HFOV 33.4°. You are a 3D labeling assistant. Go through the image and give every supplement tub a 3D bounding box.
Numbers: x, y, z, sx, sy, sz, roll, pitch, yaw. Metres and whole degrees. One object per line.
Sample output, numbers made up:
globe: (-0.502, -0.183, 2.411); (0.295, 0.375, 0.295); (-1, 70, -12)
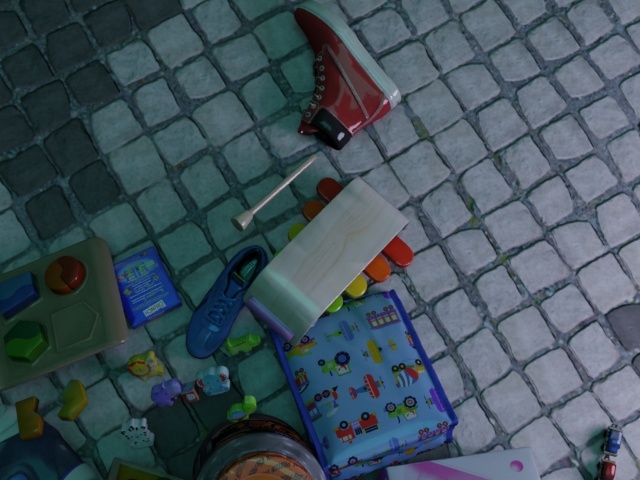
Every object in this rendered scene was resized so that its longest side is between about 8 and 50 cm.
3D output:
supplement tub: (-0.090, 0.362, 1.546); (0.193, 0.316, 0.194); (0, 88, -7)

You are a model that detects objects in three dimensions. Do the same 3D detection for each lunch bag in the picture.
lunch bag: (0.059, 0.211, 1.706); (0.221, 0.138, 0.293); (-19, 66, -7)

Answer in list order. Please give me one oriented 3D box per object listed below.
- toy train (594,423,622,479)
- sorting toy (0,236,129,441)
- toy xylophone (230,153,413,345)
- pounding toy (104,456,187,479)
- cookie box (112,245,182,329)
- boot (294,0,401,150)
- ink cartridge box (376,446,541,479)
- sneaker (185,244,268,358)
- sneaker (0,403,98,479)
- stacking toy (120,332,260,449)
toy train: (0.461, 0.373, 1.725); (0.027, 0.036, 0.158); (15, 76, 1)
sorting toy: (-0.419, 0.146, 1.668); (0.229, 0.041, 0.307); (-20, 56, 0)
toy xylophone: (0.000, 0.000, 1.731); (0.322, 0.081, 0.236); (-36, 79, -25)
pounding toy: (-0.295, 0.413, 1.569); (0.181, 0.206, 0.094); (21, 110, -10)
cookie box: (-0.291, 0.078, 1.757); (0.092, 0.040, 0.107); (-26, 78, -7)
boot: (-0.003, -0.281, 1.836); (0.176, 0.088, 0.244); (-39, 85, -9)
ink cartridge box: (0.199, 0.484, 1.603); (0.330, 0.071, 0.324); (-8, 50, -6)
sneaker: (-0.156, 0.096, 1.740); (0.069, 0.082, 0.209); (32, 79, 3)
sneaker: (-0.520, 0.409, 1.633); (0.236, 0.130, 0.323); (36, 81, 14)
stacking toy: (-0.200, 0.223, 1.650); (0.221, 0.052, 0.167); (-16, 36, 9)
